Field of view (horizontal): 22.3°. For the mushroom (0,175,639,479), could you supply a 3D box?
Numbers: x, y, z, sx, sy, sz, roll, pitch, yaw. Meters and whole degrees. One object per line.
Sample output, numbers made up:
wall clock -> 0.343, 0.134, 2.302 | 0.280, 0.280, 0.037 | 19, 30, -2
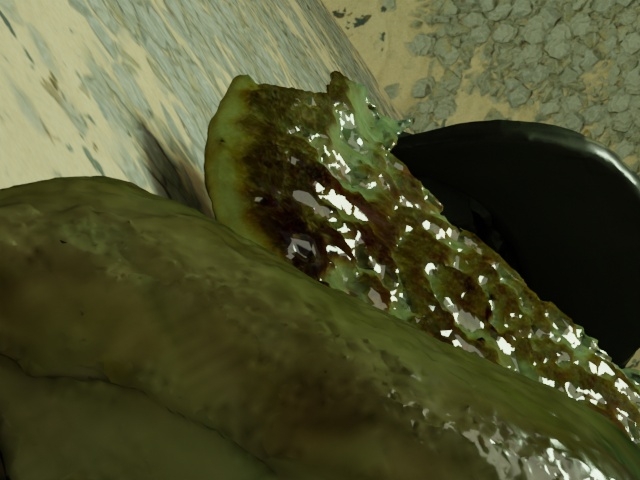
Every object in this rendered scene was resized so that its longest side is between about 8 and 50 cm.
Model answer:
mushroom -> -0.008, 0.066, 0.532 | 0.217, 0.212, 0.292 | 68, 17, 13

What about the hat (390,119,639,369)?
hat -> 0.167, -0.017, 1.539 | 0.366, 0.381, 0.257 | 59, 35, -17

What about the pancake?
pancake -> 0.064, 0.066, 1.009 | 0.427, 0.067, 0.305 | 47, 35, 9
